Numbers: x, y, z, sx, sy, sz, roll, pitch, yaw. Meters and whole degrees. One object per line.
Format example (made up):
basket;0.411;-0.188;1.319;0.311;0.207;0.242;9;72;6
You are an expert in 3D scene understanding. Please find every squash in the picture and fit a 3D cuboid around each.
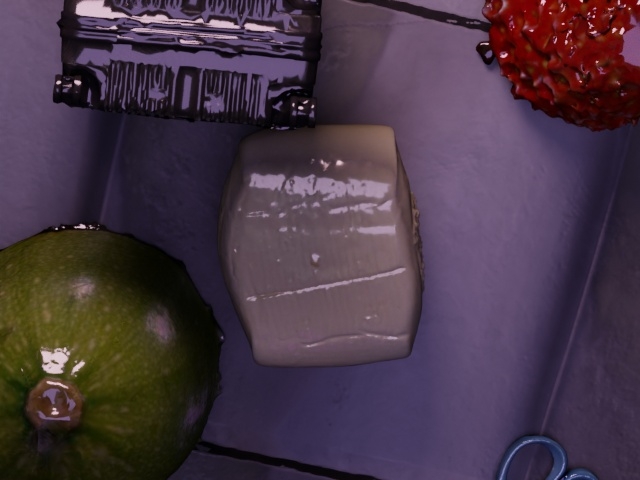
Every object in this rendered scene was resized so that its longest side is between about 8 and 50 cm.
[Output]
squash;-0.241;0.167;1.723;0.310;0.309;0.310;-1;106;-4

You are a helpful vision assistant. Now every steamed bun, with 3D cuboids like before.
steamed bun;0.000;0.000;1.771;0.200;0.155;0.250;-5;112;1

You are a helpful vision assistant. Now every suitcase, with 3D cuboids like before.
suitcase;-0.113;-0.198;1.618;0.230;0.335;0.152;5;100;-4

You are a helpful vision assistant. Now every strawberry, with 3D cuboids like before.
strawberry;0.274;-0.210;1.723;0.234;0.178;0.233;-1;98;-4

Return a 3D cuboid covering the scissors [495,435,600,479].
scissors;0.188;0.327;1.932;0.125;0.030;0.256;42;97;-11
